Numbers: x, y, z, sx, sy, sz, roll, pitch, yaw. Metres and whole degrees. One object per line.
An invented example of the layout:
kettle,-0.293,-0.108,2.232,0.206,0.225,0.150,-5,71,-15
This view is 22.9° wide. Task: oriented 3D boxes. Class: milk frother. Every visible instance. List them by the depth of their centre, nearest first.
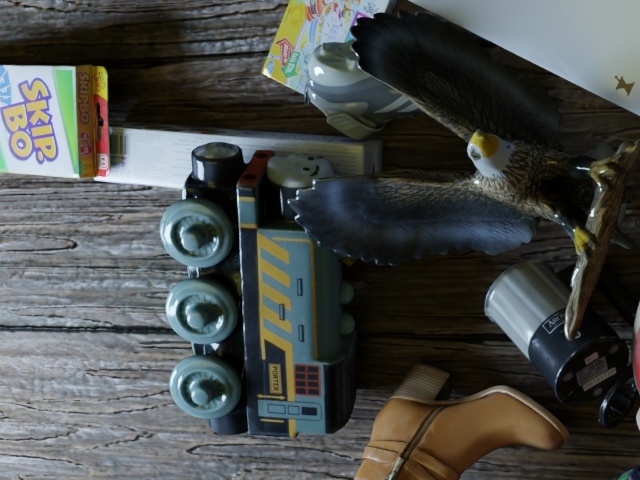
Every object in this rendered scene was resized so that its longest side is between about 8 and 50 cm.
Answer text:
milk frother,0.250,0.106,1.575,0.135,0.129,0.143,-127,28,-45

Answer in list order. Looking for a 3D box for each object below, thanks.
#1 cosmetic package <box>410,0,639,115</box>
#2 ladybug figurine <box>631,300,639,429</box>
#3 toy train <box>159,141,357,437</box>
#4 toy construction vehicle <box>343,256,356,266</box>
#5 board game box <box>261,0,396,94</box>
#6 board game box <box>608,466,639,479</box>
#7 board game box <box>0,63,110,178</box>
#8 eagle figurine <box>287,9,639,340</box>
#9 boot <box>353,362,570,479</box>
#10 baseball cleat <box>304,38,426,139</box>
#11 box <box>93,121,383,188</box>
cosmetic package,0.285,-0.240,1.471,0.365,0.155,0.197,27,111,16
ladybug figurine,0.473,0.067,1.405,0.449,0.162,0.305,-40,98,23
toy train,-0.058,0.056,1.640,0.190,0.142,0.334,3,114,9
toy construction vehicle,0.000,0.000,1.697,0.086,0.035,0.098,42,114,0
board game box,0.013,-0.225,1.657,0.103,0.026,0.154,28,107,17
board game box,0.312,0.351,1.613,0.136,0.035,0.201,-30,86,24
board game box,-0.335,-0.137,1.779,0.259,0.039,0.124,5,100,36
eagle figurine,0.151,-0.074,1.499,0.298,0.226,0.225,19,140,25
boot,0.141,0.219,1.604,0.197,0.152,0.073,14,148,31
baseball cleat,0.086,-0.149,1.614,0.206,0.072,0.109,12,133,2
box,-0.093,-0.086,1.703,0.324,0.063,0.067,5,101,22
